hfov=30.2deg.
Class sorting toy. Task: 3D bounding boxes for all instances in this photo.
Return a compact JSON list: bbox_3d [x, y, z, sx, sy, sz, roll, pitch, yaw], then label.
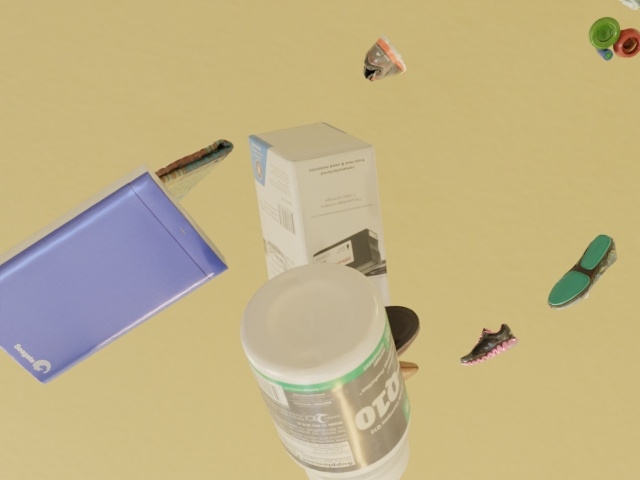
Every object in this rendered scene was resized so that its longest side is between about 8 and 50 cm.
[{"bbox_3d":[0.445,-0.312,1.826,0.061,0.102,0.042,-60,-152,21],"label":"sorting toy"}]

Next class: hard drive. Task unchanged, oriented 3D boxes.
[{"bbox_3d":[-0.315,0.053,1.641,0.318,0.210,0.040,-32,-140,5],"label":"hard drive"}]

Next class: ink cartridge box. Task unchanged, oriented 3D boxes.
[{"bbox_3d":[0.000,0.000,2.236,0.285,0.166,0.395,-143,-137,-66],"label":"ink cartridge box"}]

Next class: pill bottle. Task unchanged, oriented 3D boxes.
[{"bbox_3d":[0.021,0.218,1.735,0.361,0.204,0.204,73,23,-47],"label":"pill bottle"}]

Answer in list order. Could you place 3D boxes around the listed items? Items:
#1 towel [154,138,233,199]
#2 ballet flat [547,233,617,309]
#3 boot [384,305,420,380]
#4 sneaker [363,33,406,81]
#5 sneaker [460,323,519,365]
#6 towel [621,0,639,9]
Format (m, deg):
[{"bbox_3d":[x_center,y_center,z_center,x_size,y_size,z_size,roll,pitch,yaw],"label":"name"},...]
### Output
[{"bbox_3d":[-0.312,-0.064,1.998,0.271,0.040,0.370,-29,179,-25],"label":"towel"},{"bbox_3d":[0.506,0.074,2.267,0.188,0.070,0.070,-46,-179,-13],"label":"ballet flat"},{"bbox_3d":[0.108,0.219,2.039,0.264,0.096,0.280,-43,151,14],"label":"boot"},{"bbox_3d":[0.092,-0.282,1.879,0.065,0.061,0.158,-40,171,5],"label":"sneaker"},{"bbox_3d":[0.311,0.195,2.231,0.119,0.057,0.047,-29,171,15],"label":"sneaker"},{"bbox_3d":[0.415,-0.519,1.866,0.090,0.320,0.374,104,7,-46],"label":"towel"}]
